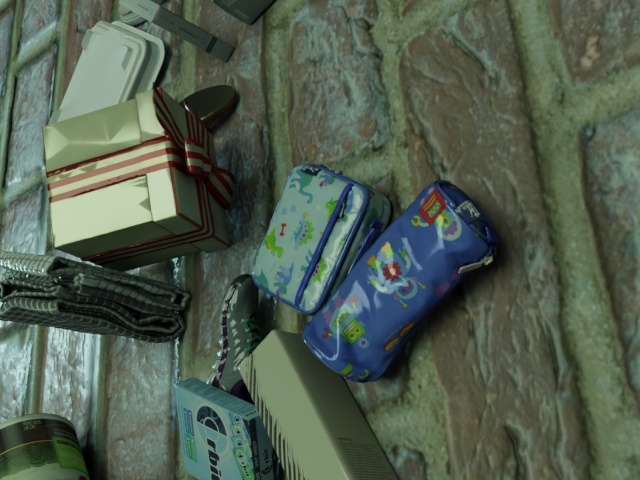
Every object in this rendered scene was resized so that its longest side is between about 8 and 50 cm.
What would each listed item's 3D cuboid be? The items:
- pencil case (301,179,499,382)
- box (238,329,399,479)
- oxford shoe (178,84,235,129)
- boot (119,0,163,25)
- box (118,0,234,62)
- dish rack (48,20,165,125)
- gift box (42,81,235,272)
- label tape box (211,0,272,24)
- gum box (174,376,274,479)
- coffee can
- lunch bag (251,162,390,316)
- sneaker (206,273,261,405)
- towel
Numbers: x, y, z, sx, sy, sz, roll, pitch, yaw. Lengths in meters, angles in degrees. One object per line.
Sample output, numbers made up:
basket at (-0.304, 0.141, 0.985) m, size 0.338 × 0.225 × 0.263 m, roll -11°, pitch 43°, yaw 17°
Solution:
pencil case at (0.111, 0.062, 1.077) m, size 0.306 × 0.119 × 0.133 m, roll -50°, pitch 57°, yaw 17°
box at (-0.005, 0.260, 1.118) m, size 0.094 × 0.113 × 0.275 m, roll -48°, pitch 48°, yaw 20°
oxford shoe at (-0.244, -0.222, 1.538) m, size 0.212 × 0.076 × 0.076 m, roll -32°, pitch 52°, yaw 11°
boot at (-0.386, -0.576, 1.747) m, size 0.258 × 0.123 × 0.095 m, roll -30°, pitch 57°, yaw 31°
box at (-0.276, -0.415, 1.547) m, size 0.145 × 0.186 × 0.038 m, roll 37°, pitch 101°, yaw 42°
dish rack at (-0.489, -0.323, 1.775) m, size 0.285 × 0.072 × 0.333 m, roll 31°, pitch 99°, yaw 43°
gift box at (-0.300, -0.115, 1.362) m, size 0.258 × 0.255 × 0.277 m, roll -13°, pitch 79°, yaw 11°
label tape box at (-0.084, -0.617, 1.498) m, size 0.347 × 0.115 × 0.249 m, roll -39°, pitch 53°, yaw 28°
gum box at (-0.148, 0.310, 1.231) m, size 0.184 × 0.041 × 0.157 m, roll 12°, pitch 112°, yaw 45°
coffee can at (-0.501, 0.477, 1.423) m, size 0.201 × 0.201 × 0.275 m, roll -49°, pitch 49°, yaw 18°
lunch bag at (0.000, 0.000, 1.222) m, size 0.176 × 0.090 × 0.219 m, roll 30°, pitch 97°, yaw 41°
sneaker at (-0.111, 0.169, 1.278) m, size 0.098 × 0.083 × 0.224 m, roll 13°, pitch 95°, yaw 34°
towel at (-0.411, 0.108, 1.418) m, size 0.235 × 0.283 × 0.121 m, roll 2°, pitch 77°, yaw 43°
